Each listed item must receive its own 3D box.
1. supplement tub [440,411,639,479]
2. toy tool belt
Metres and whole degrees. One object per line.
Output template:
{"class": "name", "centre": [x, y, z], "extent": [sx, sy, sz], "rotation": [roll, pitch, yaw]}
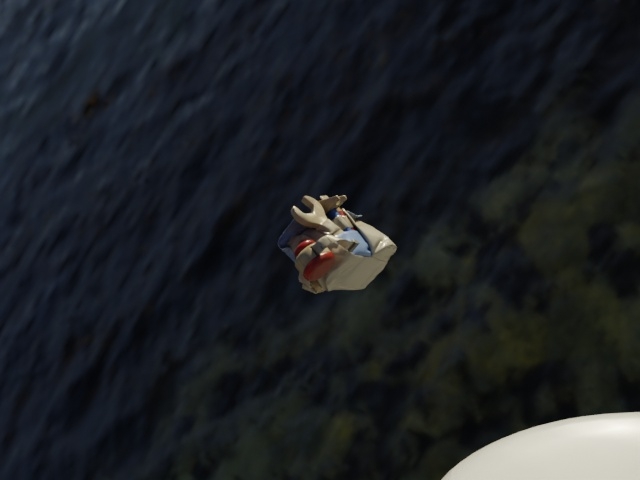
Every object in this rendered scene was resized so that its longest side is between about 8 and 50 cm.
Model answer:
{"class": "supplement tub", "centre": [0.180, 0.276, 0.814], "extent": [0.228, 0.228, 0.316], "rotation": [-158, 59, -64]}
{"class": "toy tool belt", "centre": [0.000, 0.000, 0.798], "extent": [0.051, 0.083, 0.052], "rotation": [48, 109, 22]}
